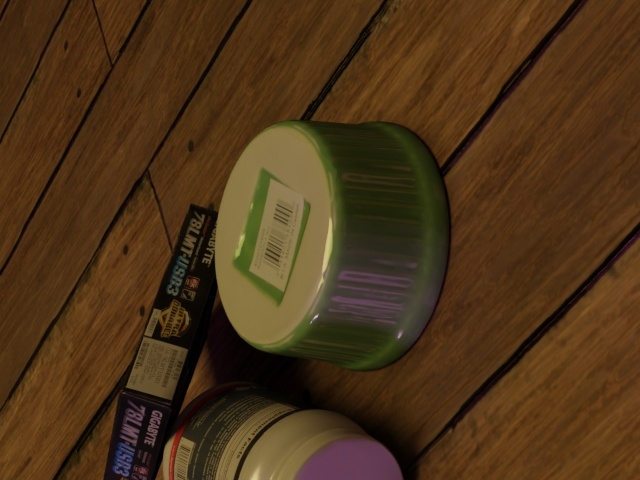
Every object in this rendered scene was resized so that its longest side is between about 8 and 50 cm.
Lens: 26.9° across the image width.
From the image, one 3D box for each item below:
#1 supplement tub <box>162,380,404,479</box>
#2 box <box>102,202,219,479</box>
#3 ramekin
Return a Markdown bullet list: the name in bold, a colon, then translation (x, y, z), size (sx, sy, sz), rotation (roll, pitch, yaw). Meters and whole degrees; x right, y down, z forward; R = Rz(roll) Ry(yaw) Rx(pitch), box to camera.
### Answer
- **supplement tub**: translation (-0.047, 0.279, 1.564), size (0.272, 0.191, 0.191), rotation (11, 93, 56)
- **box**: translation (-0.197, 0.153, 1.733), size (0.295, 0.073, 0.293), rotation (110, 179, -52)
- **ramekin**: translation (0.000, 0.000, 1.582), size (0.303, 0.148, 0.304), rotation (-14, 73, 54)
